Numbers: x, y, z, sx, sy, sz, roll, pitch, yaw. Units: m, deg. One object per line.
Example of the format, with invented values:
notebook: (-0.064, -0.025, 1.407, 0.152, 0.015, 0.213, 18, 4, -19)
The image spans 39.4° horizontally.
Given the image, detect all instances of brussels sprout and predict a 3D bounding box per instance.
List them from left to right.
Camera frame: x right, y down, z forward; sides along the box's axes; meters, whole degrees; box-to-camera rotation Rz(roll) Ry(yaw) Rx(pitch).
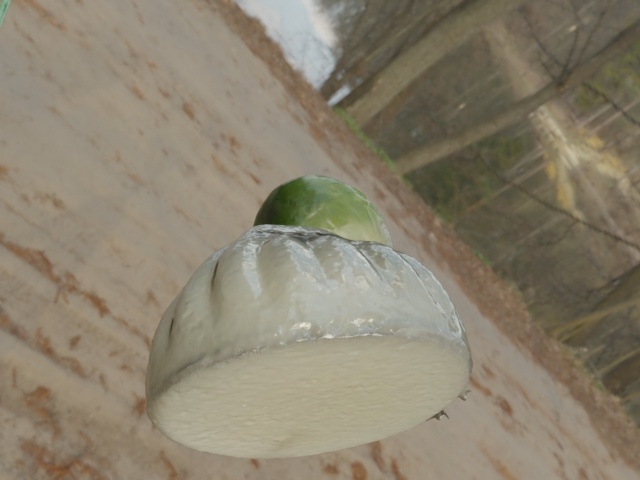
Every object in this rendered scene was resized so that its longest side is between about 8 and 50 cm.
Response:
brussels sprout: (-0.002, -0.001, 0.990, 0.155, 0.155, 0.117, 51, -24, -11)

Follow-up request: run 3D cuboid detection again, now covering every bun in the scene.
bun: (-0.016, 0.061, 0.735, 0.263, 0.263, 0.175, 31, 39, -49)

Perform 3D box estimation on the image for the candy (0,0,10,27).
candy: (-0.301, -0.174, 0.812, 0.060, 0.060, 0.201, 34, 57, -46)
